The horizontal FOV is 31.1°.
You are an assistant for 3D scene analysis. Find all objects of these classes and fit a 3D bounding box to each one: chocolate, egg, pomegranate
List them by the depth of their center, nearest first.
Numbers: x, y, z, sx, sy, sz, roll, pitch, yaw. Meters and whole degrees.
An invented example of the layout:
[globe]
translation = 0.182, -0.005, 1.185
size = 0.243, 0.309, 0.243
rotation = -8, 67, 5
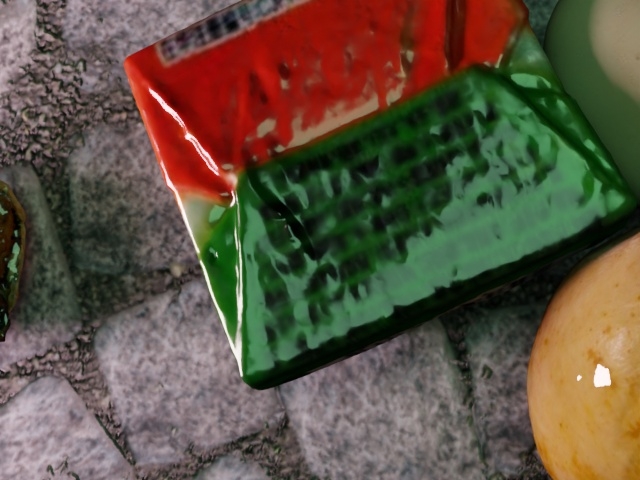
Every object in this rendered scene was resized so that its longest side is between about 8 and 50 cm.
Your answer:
[pomegranate]
translation = 0.343, 0.107, 0.967
size = 0.338, 0.338, 0.338
rotation = -1, 81, 5
[egg]
translation = 0.326, -0.140, 1.047
size = 0.219, 0.219, 0.269
rotation = -38, 92, -1
[chocolate]
translation = 0.050, -0.079, 1.058
size = 0.360, 0.161, 0.341
rotation = -25, 72, 5

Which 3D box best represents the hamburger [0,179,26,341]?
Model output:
[hamburger]
translation = -0.403, 0.018, 1.155
size = 0.206, 0.130, 0.183
rotation = 4, 83, -13
